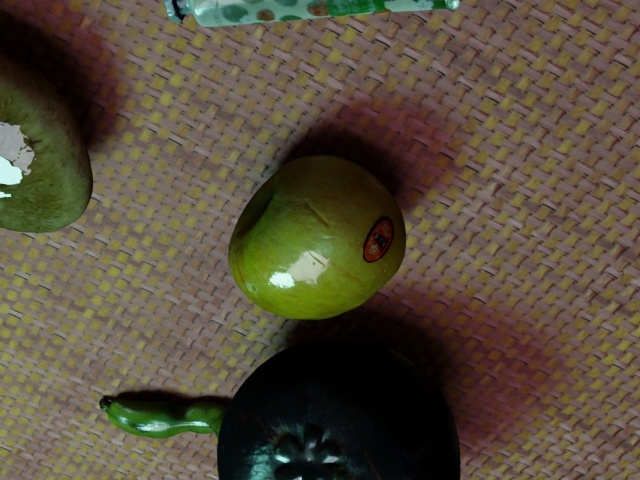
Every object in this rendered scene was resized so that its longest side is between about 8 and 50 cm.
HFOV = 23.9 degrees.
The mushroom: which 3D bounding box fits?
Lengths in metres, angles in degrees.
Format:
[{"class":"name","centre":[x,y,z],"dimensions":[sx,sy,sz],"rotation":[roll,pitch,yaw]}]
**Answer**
[{"class":"mushroom","centre":[-0.368,-0.109,1.580],"dimensions":[0.278,0.146,0.278],"rotation":[14,141,11]}]

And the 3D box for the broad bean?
[{"class":"broad bean","centre":[-0.195,0.232,1.952],"dimensions":[0.213,0.070,0.048],"rotation":[5,111,24]}]

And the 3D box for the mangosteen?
[{"class":"mangosteen","centre":[0.026,0.254,1.773],"dimensions":[0.300,0.300,0.300],"rotation":[8,137,7]}]

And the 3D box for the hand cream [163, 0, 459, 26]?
[{"class":"hand cream","centre":[-0.011,-0.240,1.412],"dimensions":[0.276,0.059,0.095],"rotation":[-4,136,14]}]

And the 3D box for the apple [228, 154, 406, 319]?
[{"class":"apple","centre":[0.000,0.000,1.573],"dimensions":[0.155,0.182,0.182],"rotation":[33,134,-21]}]
